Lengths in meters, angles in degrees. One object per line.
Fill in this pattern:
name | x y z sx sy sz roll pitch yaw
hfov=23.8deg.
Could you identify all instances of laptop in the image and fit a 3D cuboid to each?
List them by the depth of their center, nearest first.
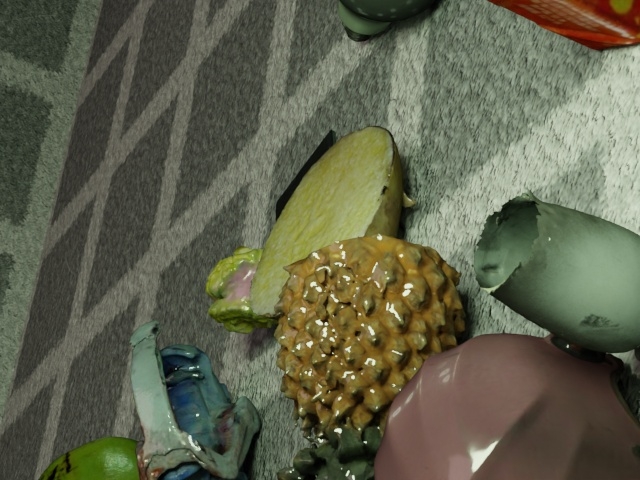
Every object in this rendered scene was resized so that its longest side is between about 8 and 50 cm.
laptop | -0.024 -0.071 2.323 0.180 0.016 0.129 -51 28 37

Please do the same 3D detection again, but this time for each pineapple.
pineapple | 0.048 0.187 1.675 0.223 0.223 0.357 -27 54 61

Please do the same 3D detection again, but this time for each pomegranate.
pomegranate | -0.329 0.424 2.325 0.260 0.260 0.341 -71 18 -3

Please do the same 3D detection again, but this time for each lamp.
lamp | 0.088 -0.391 2.163 0.314 0.182 0.182 162 127 -85

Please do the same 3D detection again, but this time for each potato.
potato | 0.037 -0.003 1.977 0.239 0.116 0.299 -18 44 57

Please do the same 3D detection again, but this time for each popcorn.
popcorn | -0.098 0.070 2.222 0.145 0.126 0.126 -40 12 26

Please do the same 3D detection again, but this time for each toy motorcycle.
toy motorcycle | -0.177 0.248 2.168 0.319 0.182 0.241 -104 12 -56

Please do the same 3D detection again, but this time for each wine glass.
wine glass | 0.237 0.037 1.318 0.111 0.204 0.111 -48 28 36

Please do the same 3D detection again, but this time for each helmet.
helmet | 0.150 0.207 1.392 0.271 0.197 0.338 -63 22 23

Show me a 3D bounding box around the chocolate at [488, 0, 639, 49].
chocolate | 0.266 -0.337 1.558 0.108 0.235 0.237 23 92 58
